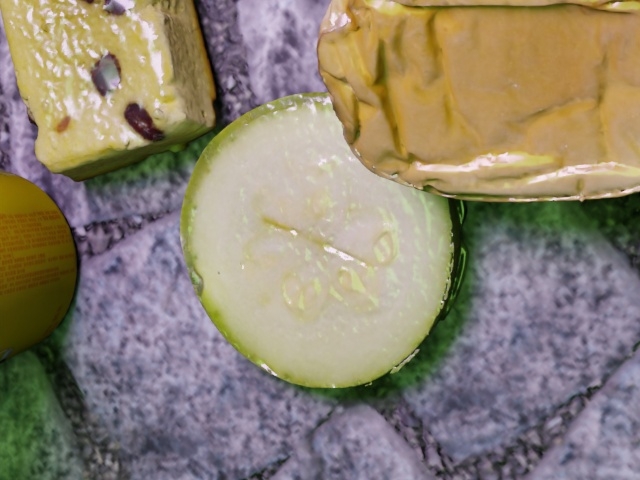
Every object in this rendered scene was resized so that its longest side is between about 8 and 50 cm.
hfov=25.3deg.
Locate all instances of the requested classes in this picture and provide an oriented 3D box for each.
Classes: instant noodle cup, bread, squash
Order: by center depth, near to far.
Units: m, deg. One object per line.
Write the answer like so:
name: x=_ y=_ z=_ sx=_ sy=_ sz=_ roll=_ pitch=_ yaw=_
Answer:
bread: x=0.125 y=-0.127 z=0.911 sx=0.250 sy=0.133 sz=0.179 roll=-2 pitch=124 yaw=20
squash: x=-0.002 y=0.000 z=1.038 sx=0.219 sy=0.041 sz=0.219 roll=2 pitch=96 yaw=20
instant noodle cup: x=-0.300 y=0.026 z=1.045 sx=0.216 sy=0.236 sz=0.215 roll=2 pitch=96 yaw=19
bread: x=-0.180 y=-0.232 z=1.060 sx=0.138 sy=0.077 sz=0.361 roll=-13 pitch=91 yaw=22
